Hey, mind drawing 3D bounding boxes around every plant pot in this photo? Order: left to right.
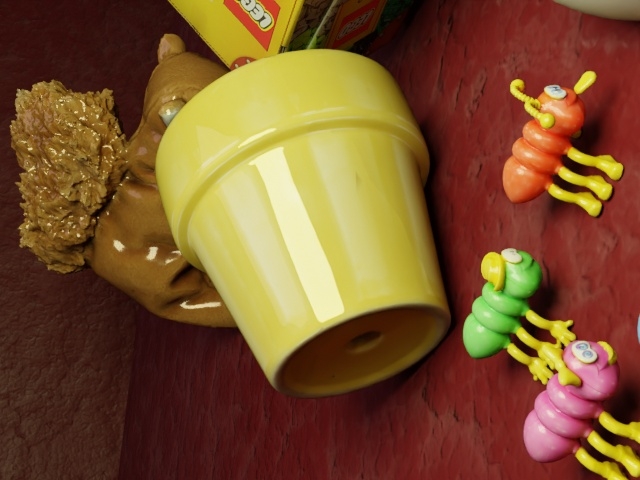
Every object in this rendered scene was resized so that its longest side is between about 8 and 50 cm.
[{"bbox_3d":[0.000,0.000,0.854,0.254,0.254,0.239,-59,44,46],"label":"plant pot"}]

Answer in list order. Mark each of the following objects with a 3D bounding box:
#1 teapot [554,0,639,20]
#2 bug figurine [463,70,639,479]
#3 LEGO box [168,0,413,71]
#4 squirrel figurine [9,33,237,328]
[{"bbox_3d":[0.165,-0.263,0.565,0.253,0.187,0.256,-104,31,-49],"label":"teapot"},{"bbox_3d":[0.162,0.022,0.598,0.279,0.072,0.216,-115,39,-59],"label":"bug figurine"},{"bbox_3d":[-0.103,-0.430,0.878,0.500,0.193,0.372,49,153,10],"label":"LEGO box"},{"bbox_3d":[-0.258,-0.105,1.371,0.370,0.396,0.281,107,166,-46],"label":"squirrel figurine"}]
